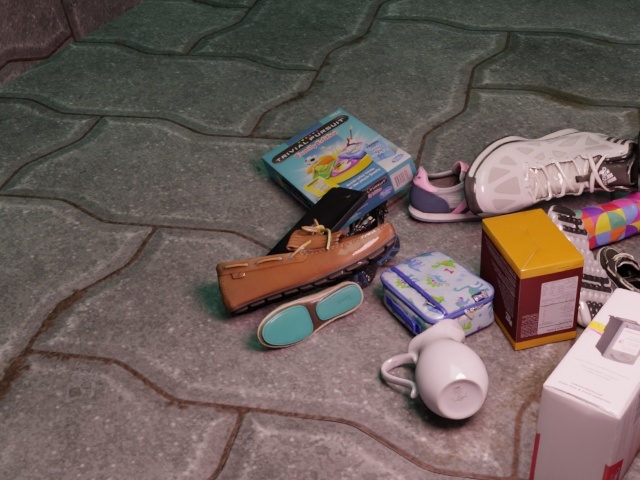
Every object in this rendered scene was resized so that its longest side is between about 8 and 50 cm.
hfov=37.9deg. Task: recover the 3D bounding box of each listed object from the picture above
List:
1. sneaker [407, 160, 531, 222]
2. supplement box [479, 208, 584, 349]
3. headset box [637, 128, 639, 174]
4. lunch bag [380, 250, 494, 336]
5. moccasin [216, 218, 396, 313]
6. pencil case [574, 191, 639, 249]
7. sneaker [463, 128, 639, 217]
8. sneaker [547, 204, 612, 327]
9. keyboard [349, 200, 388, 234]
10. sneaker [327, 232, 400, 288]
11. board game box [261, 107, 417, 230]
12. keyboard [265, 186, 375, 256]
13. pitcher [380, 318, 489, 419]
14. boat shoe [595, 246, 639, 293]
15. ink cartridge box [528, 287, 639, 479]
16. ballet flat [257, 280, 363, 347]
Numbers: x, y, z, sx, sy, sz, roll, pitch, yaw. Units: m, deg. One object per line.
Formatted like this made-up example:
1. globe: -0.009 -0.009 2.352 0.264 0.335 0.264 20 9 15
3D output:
1. sneaker: 0.367 -0.124 2.203 0.319 0.131 0.112 -7 33 -12
2. supplement box: 0.409 0.075 1.834 0.129 0.194 0.191 -10 33 -10
3. headset box: 0.909 -0.169 2.218 0.246 0.131 0.283 -1 34 5
4. lunch bag: 0.233 0.115 1.892 0.176 0.090 0.219 -21 35 -20
5. moccasin: -0.031 0.031 1.908 0.380 0.147 0.139 -20 -9 16
6. pencil case: 0.622 -0.039 2.081 0.236 0.104 0.104 -14 34 -17
7. sneaker: 0.545 -0.163 2.087 0.447 0.169 0.257 -21 16 -32
8. sneaker: 0.513 0.068 1.931 0.110 0.118 0.292 17 44 -26
9. keyboard: 0.120 -0.055 2.229 0.100 0.038 0.192 -21 30 16
10. sneaker: 0.083 0.051 2.034 0.211 0.080 0.081 -34 16 -34
11. board game box: 0.041 -0.181 2.315 0.254 0.079 0.336 -34 40 -12
12. keyboard: 0.000 0.000 2.050 0.201 0.033 0.317 15 55 47
13. pitcher: 0.204 0.243 1.685 0.178 0.125 0.207 -26 23 3
14. boat shoe: 0.636 0.066 1.939 0.078 0.070 0.219 -7 33 -4
15. ink cartridge box: 0.470 0.255 1.522 0.131 0.226 0.306 19 38 30
16. ballet flat: -0.028 0.149 1.888 0.248 0.086 0.086 -20 36 -25
